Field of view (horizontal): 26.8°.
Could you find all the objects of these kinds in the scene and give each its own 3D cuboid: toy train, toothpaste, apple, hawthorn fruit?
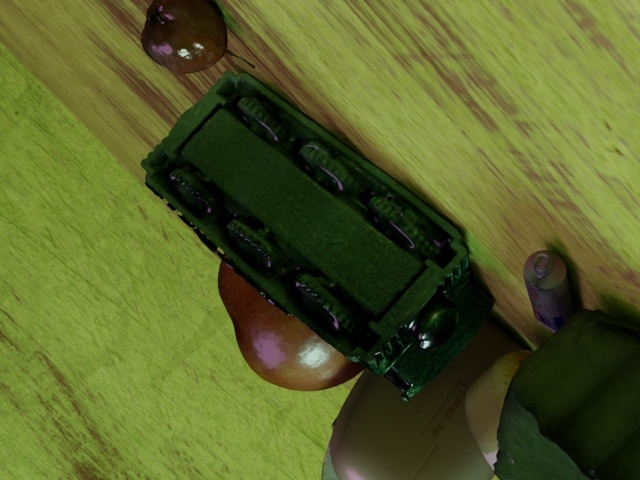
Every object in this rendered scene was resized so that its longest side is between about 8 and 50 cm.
[{"bbox_3d":[0.000,0.000,1.135,0.330,0.138,0.178,39,175,34],"label":"toy train"},{"bbox_3d":[0.160,0.042,0.925,0.045,0.028,0.170,33,170,22],"label":"toothpaste"},{"bbox_3d":[-0.023,0.058,1.371,0.201,0.162,0.201,55,176,6],"label":"apple"},{"bbox_3d":[-0.093,-0.161,1.064,0.103,0.067,0.067,15,-165,-44],"label":"hawthorn fruit"}]

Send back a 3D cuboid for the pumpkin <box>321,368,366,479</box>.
[{"bbox_3d":[0.095,0.182,1.405,0.110,0.217,0.217,21,165,16],"label":"pumpkin"}]

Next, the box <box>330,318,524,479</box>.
[{"bbox_3d":[0.100,0.155,1.181,0.146,0.200,0.088,35,165,9],"label":"box"}]

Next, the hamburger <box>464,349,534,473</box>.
[{"bbox_3d":[0.183,0.148,1.088,0.141,0.081,0.126,30,-146,-42],"label":"hamburger"}]

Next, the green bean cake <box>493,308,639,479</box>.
[{"bbox_3d":[0.226,0.163,0.893,0.222,0.125,0.227,43,171,20],"label":"green bean cake"}]

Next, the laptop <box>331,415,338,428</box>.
[{"bbox_3d":[0.118,0.164,1.276,0.135,0.197,0.016,45,-156,-2],"label":"laptop"}]
